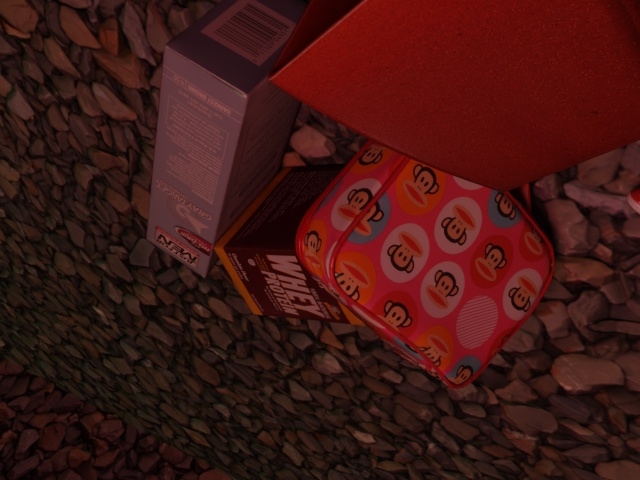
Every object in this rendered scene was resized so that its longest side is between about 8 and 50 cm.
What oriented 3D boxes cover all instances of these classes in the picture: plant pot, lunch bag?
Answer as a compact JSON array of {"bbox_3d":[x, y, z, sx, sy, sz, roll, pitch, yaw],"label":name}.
[{"bbox_3d":[0.161,-0.198,0.557,0.235,0.267,0.267,37,146,-22],"label":"plant pot"},{"bbox_3d":[0.141,0.003,0.786,0.293,0.258,0.120,44,172,-30],"label":"lunch bag"}]

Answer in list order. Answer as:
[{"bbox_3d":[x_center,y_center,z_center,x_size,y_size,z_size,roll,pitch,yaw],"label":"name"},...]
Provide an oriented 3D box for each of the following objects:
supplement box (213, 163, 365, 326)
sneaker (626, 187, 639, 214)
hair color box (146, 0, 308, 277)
[{"bbox_3d":[0.000,0.000,0.935,0.194,0.191,0.129,1,130,37],"label":"supplement box"},{"bbox_3d":[0.387,-0.043,0.702,0.118,0.042,0.067,20,145,9],"label":"sneaker"},{"bbox_3d":[-0.123,-0.132,0.895,0.113,0.185,0.374,32,143,6],"label":"hair color box"}]
